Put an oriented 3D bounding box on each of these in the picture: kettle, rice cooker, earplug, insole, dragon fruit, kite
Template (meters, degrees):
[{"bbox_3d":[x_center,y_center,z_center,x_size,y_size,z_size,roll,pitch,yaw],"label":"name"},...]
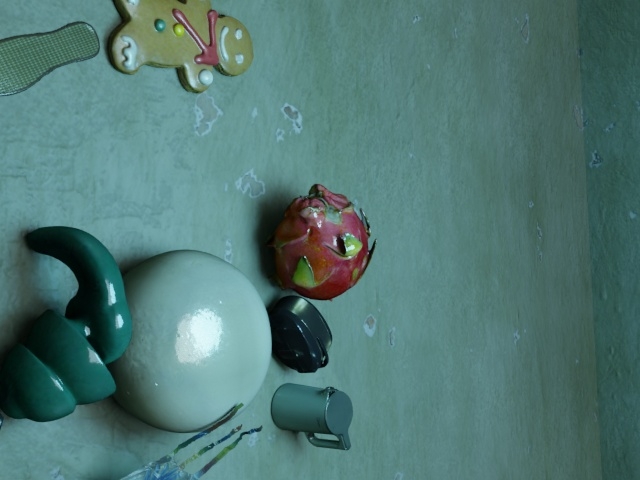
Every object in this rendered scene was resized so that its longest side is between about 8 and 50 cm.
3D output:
[{"bbox_3d":[-0.016,0.359,1.770,0.098,0.148,0.126,17,76,-48],"label":"kettle"},{"bbox_3d":[-0.043,0.192,1.776,0.165,0.112,0.106,58,43,-30],"label":"rice cooker"},{"bbox_3d":[-0.402,0.140,1.333,0.280,0.164,0.257,-49,115,-24],"label":"earplug"},{"bbox_3d":[-0.458,-0.301,1.408,0.253,0.005,0.086,-38,116,-43],"label":"insole"},{"bbox_3d":[0.001,0.004,1.756,0.224,0.224,0.227,-20,141,-48],"label":"dragon fruit"},{"bbox_3d":[-0.244,0.383,1.455,0.310,0.015,0.169,-38,142,-6],"label":"kite"}]

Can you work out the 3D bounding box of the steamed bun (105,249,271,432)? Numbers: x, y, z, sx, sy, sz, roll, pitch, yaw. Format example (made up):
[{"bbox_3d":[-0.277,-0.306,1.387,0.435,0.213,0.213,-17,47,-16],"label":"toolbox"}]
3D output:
[{"bbox_3d":[-0.222,0.175,1.501,0.324,0.206,0.324,2,87,-50],"label":"steamed bun"}]

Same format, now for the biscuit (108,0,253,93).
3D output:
[{"bbox_3d":[-0.245,-0.390,1.629,0.340,0.047,0.215,8,83,-48],"label":"biscuit"}]

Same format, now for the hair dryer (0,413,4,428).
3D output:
[{"bbox_3d":[-0.549,0.129,1.217,0.244,0.116,0.302,34,56,-46],"label":"hair dryer"}]
